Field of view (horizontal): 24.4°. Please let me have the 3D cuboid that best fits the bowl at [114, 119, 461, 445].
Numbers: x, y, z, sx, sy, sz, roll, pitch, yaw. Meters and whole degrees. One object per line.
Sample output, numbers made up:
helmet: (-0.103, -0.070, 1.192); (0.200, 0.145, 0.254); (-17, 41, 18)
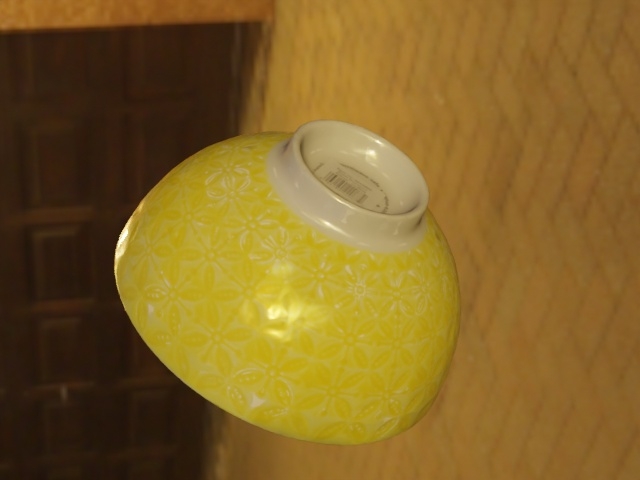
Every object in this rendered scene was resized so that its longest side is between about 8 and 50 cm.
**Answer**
bowl: (0.000, 0.000, 1.153); (0.156, 0.289, 0.289); (-61, 29, 33)
